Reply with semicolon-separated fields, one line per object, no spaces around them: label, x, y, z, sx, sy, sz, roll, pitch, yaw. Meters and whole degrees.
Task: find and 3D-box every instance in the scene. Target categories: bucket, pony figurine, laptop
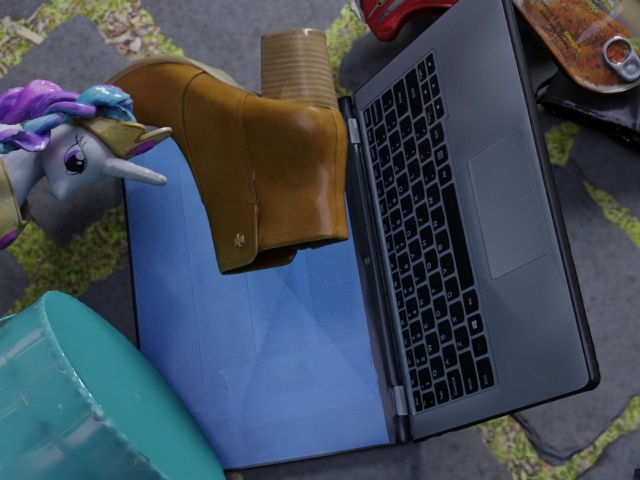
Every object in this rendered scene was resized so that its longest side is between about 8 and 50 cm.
bucket;-0.226;0.190;0.850;0.183;0.281;0.281;-40;74;0
pony figurine;-0.364;-0.080;0.921;0.363;0.303;0.351;-40;69;-11
laptop;0.000;0.000;0.923;0.236;0.408;0.382;1;70;-30

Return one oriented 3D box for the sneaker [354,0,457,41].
sneaker;0.175;-0.278;1.040;0.279;0.107;0.118;-15;92;3

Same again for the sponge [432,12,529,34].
sponge;0.159;-0.308;1.102;0.117;0.031;0.210;-30;74;-4

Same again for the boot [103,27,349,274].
boot;-0.103;-0.072;0.936;0.295;0.104;0.211;-7;82;36

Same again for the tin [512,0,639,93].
tin;0.261;-0.233;0.975;0.106;0.040;0.190;-37;93;9

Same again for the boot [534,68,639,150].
boot;0.375;-0.199;1.032;0.263;0.091;0.229;15;80;13

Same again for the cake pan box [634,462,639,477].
cake pan box;0.466;0.203;0.901;0.245;0.070;0.267;39;80;17
